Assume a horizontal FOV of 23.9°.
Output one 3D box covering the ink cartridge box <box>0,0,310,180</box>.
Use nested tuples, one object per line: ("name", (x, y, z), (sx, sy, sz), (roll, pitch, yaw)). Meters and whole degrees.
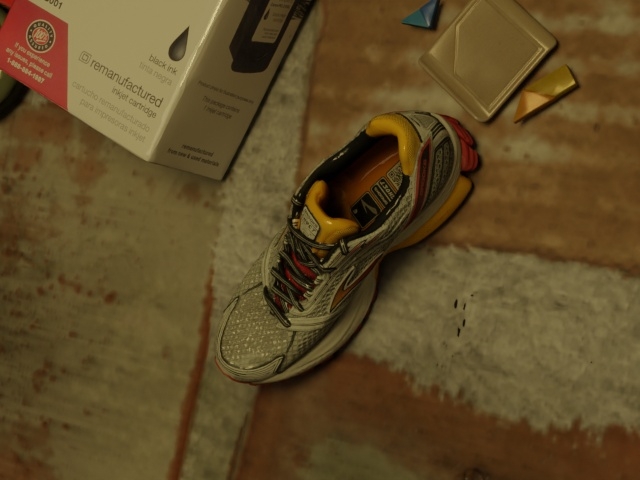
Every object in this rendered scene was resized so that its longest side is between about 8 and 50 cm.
("ink cartridge box", (-0.101, -0.188, 1.059), (0.172, 0.100, 0.237), (31, 99, 28))

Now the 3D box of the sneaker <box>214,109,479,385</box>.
("sneaker", (0.000, 0.000, 0.982), (0.088, 0.092, 0.225), (45, 106, 26))

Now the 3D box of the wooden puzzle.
("wooden puzzle", (0.109, -0.121, 0.984), (0.078, 0.014, 0.116), (-41, 66, 14))

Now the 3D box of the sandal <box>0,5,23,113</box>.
("sandal", (-0.358, -0.187, 1.210), (0.302, 0.086, 0.120), (22, 94, 30))

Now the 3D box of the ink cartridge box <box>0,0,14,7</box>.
("ink cartridge box", (-0.269, -0.344, 1.137), (0.296, 0.066, 0.261), (28, 82, 20))
